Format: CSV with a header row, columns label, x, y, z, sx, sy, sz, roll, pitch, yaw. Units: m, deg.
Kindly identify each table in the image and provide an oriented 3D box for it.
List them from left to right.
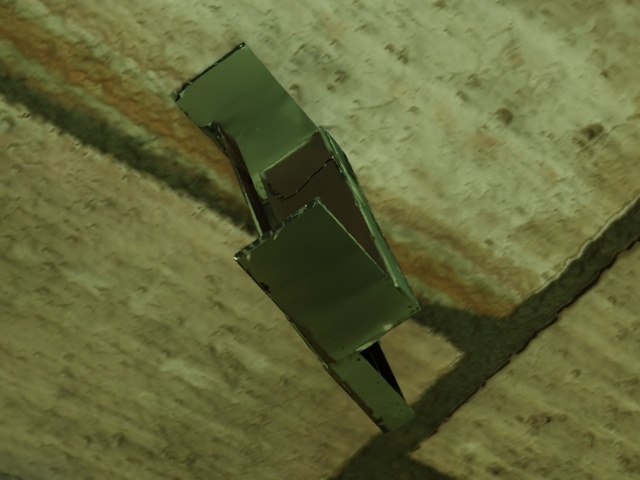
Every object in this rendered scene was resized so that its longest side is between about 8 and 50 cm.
label,x,y,z,sx,sy,sz,roll,pitch,yaw
table,0.000,0.000,0.948,0.062,0.146,0.175,-34,133,9
